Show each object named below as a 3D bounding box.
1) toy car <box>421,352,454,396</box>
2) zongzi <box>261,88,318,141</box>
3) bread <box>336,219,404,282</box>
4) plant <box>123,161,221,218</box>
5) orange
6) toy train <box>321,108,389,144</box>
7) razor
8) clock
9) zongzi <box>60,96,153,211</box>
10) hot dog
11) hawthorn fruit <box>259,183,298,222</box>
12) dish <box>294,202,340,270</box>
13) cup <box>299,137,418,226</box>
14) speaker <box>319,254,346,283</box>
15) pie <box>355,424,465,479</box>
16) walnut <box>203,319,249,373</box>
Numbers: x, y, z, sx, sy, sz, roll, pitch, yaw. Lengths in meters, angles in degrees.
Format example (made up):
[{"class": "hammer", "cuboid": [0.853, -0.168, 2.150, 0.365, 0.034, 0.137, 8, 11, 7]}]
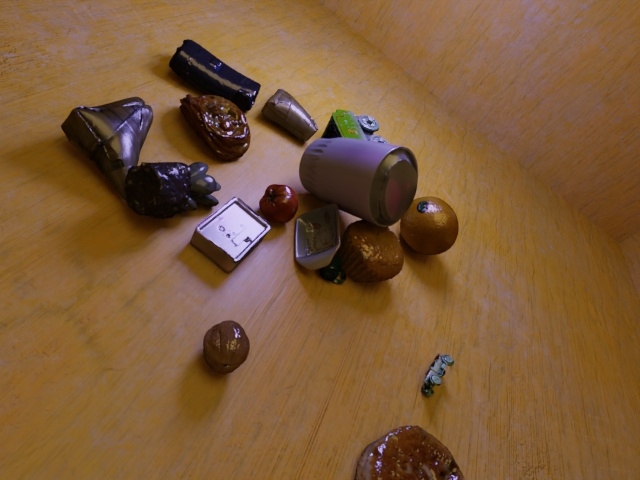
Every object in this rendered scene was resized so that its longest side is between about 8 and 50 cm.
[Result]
[{"class": "toy car", "cuboid": [0.345, 0.397, 1.221, 0.054, 0.073, 0.143, 36, 38, 20]}, {"class": "zongzi", "cuboid": [-0.111, -0.529, 1.696, 0.228, 0.115, 0.256, 33, 30, -15]}, {"class": "bread", "cuboid": [0.170, 0.036, 1.359, 0.239, 0.139, 0.240, 21, 44, -22]}, {"class": "plant", "cuboid": [-0.379, -0.136, 1.097, 0.274, 0.148, 0.147, -25, 114, -64]}, {"class": "orange", "cuboid": [0.417, -0.056, 1.577, 0.236, 0.236, 0.237, 21, 44, -21]}, {"class": "toy train", "cuboid": [0.142, -0.408, 1.731, 0.248, 0.174, 0.308, -1, 55, -27]}, {"class": "razor", "cuboid": [-0.390, -0.613, 1.541, 0.326, 0.107, 0.189, 28, 41, -16]}, {"class": "clock", "cuboid": [-0.247, -0.021, 1.141, 0.147, 0.071, 0.192, 39, 40, -2]}, {"class": "zongzi", "cuboid": [-0.511, -0.246, 1.126, 0.289, 0.122, 0.260, 53, 33, -9]}, {"class": "hot dog", "cuboid": [-0.353, -0.398, 1.368, 0.196, 0.122, 0.272, -21, 70, -46]}, {"class": "hawthorn fruit", "cuboid": [-0.121, -0.116, 1.289, 0.140, 0.125, 0.125, 14, 46, -25]}, {"class": "dish", "cuboid": [0.000, 0.000, 1.285, 0.234, 0.153, 0.064, -90, 155, -42]}, {"class": "cup", "cuboid": [0.118, -0.211, 1.365, 0.371, 0.254, 0.253, 24, 26, 40]}, {"class": "speaker", "cuboid": [0.039, 0.096, 1.280, 0.095, 0.060, 0.075, 63, 30, -31]}, {"class": "pie", "cuboid": [0.228, 0.581, 0.951, 0.314, 0.092, 0.315, 21, 42, -20]}, {"class": "walnut", "cuboid": [-0.211, 0.234, 0.915, 0.105, 0.105, 0.125, 16, 31, -26]}]
